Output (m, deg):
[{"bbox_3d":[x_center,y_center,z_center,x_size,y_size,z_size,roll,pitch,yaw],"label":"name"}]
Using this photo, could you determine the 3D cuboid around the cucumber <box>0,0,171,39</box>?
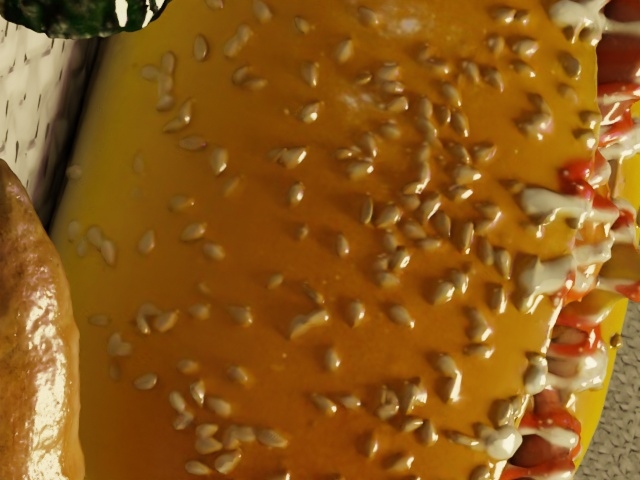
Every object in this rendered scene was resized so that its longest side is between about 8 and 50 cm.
[{"bbox_3d":[-0.054,-0.184,0.394,0.067,0.067,0.293,-67,168,-51],"label":"cucumber"}]

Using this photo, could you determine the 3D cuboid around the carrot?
[{"bbox_3d":[-0.101,0.071,0.541,0.072,0.072,0.205,-58,156,-69],"label":"carrot"}]

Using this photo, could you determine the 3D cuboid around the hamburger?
[{"bbox_3d":[0.013,-0.005,0.665,0.151,0.227,0.295,-165,-91,-75],"label":"hamburger"}]
